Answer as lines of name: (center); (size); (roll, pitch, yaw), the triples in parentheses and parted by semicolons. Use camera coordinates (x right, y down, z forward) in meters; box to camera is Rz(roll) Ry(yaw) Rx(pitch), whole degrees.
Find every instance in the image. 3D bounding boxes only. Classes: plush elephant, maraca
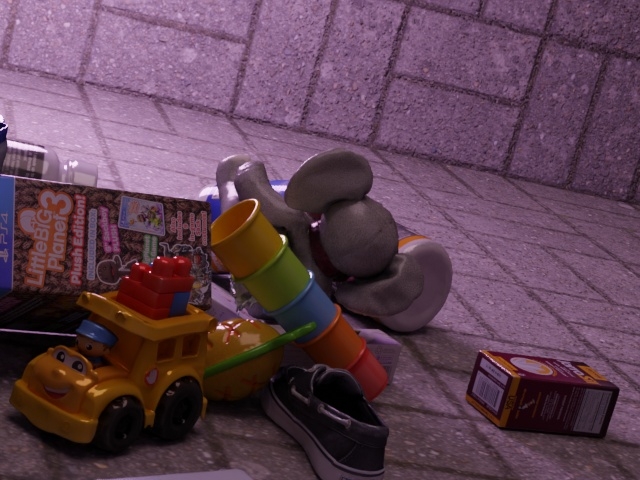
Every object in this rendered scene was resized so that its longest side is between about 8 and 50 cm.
plush elephant: (0.000, 0.000, 2.130); (0.255, 0.271, 0.330); (-17, 15, 4)
maraca: (-0.092, 0.143, 1.876); (0.186, 0.099, 0.127); (-23, 2, 5)

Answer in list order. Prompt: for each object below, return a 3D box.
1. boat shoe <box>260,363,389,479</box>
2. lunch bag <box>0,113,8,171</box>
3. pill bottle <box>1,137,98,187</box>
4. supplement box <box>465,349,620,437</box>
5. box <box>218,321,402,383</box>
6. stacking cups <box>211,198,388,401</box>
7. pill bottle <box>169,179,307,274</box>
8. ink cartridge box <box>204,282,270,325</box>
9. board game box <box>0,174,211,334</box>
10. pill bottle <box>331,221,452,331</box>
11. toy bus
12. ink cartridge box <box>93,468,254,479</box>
boat shoe: (0.009, 0.201, 1.828); (0.108, 0.102, 0.301); (10, 14, -20)
lunch bag: (-0.480, 0.023, 1.550); (0.239, 0.327, 0.385); (18, 15, 18)
pill bottle: (-0.496, -0.078, 2.293); (0.283, 0.161, 0.161); (11, 14, -15)
supplement box: (0.319, 0.220, 2.138); (0.188, 0.080, 0.104); (8, 15, -27)
box: (-0.034, 0.155, 2.050); (0.324, 0.067, 0.063); (4, 16, -36)
stacking cups: (-0.030, 0.092, 1.963); (0.316, 0.096, 0.096); (53, -1, -23)
pill bottle: (-0.119, -0.019, 2.397); (0.272, 0.152, 0.152); (-1, 6, 25)
ink cartridge box: (-0.172, 0.094, 2.176); (0.239, 0.060, 0.275); (36, -1, -34)
board game box: (-0.316, 0.029, 1.882); (0.291, 0.141, 0.232); (7, -17, -31)
pill bottle: (0.073, 0.032, 2.469); (0.162, 0.162, 0.278); (2, 18, -43)
toy bus: (-0.222, 0.116, 1.695); (0.149, 0.211, 0.220); (25, 18, 32)
ink cartridge box: (-0.099, 0.320, 1.255); (0.308, 0.091, 0.385); (4, 16, -39)
